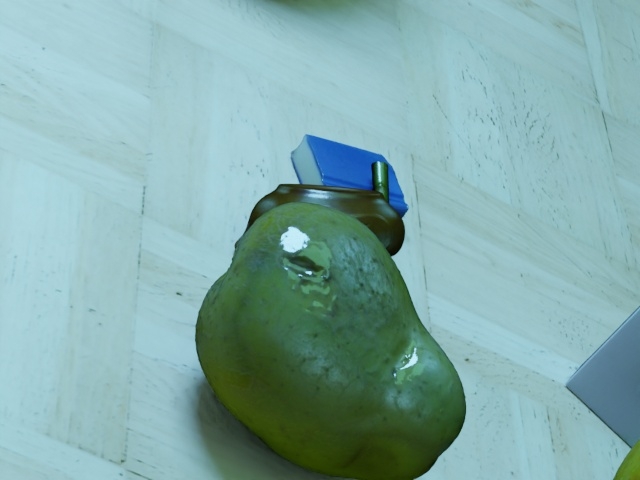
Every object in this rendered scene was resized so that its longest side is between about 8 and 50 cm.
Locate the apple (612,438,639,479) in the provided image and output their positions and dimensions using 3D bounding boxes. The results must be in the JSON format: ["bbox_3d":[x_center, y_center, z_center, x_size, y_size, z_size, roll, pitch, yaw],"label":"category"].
[{"bbox_3d":[0.311,0.214,1.390,0.237,0.207,0.237,39,27,-25],"label":"apple"}]

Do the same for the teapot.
[{"bbox_3d":[0.000,0.000,1.456,0.129,0.078,0.098,3,5,-32],"label":"teapot"}]

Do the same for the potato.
[{"bbox_3d":[0.011,0.073,1.295,0.194,0.157,0.157,38,31,-5],"label":"potato"}]

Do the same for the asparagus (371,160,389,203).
[{"bbox_3d":[0.048,-0.005,1.529,0.015,0.018,0.127,2,60,-9],"label":"asparagus"}]

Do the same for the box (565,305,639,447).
[{"bbox_3d":[0.285,0.109,1.552,0.130,0.129,0.051,44,30,7],"label":"box"}]

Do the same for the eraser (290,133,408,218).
[{"bbox_3d":[0.023,-0.047,1.573,0.085,0.027,0.063,14,39,-36],"label":"eraser"}]
